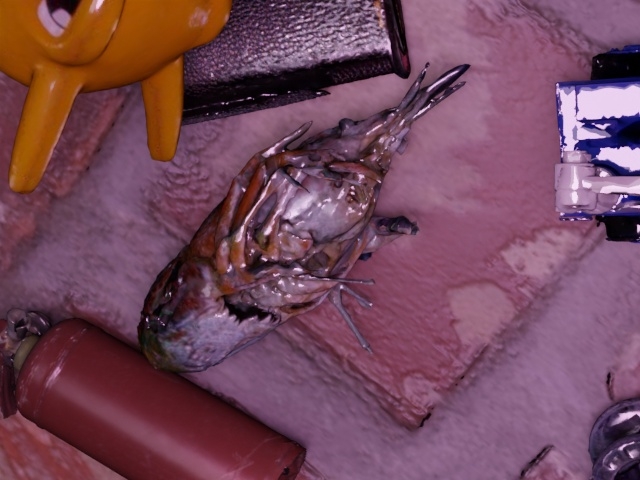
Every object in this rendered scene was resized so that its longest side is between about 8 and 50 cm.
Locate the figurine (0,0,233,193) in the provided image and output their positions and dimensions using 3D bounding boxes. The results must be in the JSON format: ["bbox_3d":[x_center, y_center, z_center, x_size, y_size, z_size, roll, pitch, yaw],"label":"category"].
[{"bbox_3d":[-0.238,-0.255,1.018,0.268,0.401,0.387,-37,69,-16],"label":"figurine"}]

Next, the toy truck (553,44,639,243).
[{"bbox_3d":[0.280,-0.071,0.971,0.213,0.177,0.161,-2,95,17],"label":"toy truck"}]

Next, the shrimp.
[{"bbox_3d":[-0.002,0.001,1.095,0.372,0.137,0.172,-33,124,24],"label":"shrimp"}]

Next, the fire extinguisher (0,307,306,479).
[{"bbox_3d":[-0.186,0.163,1.179,0.337,0.106,0.147,29,128,12],"label":"fire extinguisher"}]

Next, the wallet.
[{"bbox_3d":[-0.052,-0.243,1.104,0.221,0.071,0.262,-11,87,18],"label":"wallet"}]

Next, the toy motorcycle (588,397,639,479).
[{"bbox_3d":[0.360,0.181,1.013,0.359,0.125,0.212,-36,94,19],"label":"toy motorcycle"}]
